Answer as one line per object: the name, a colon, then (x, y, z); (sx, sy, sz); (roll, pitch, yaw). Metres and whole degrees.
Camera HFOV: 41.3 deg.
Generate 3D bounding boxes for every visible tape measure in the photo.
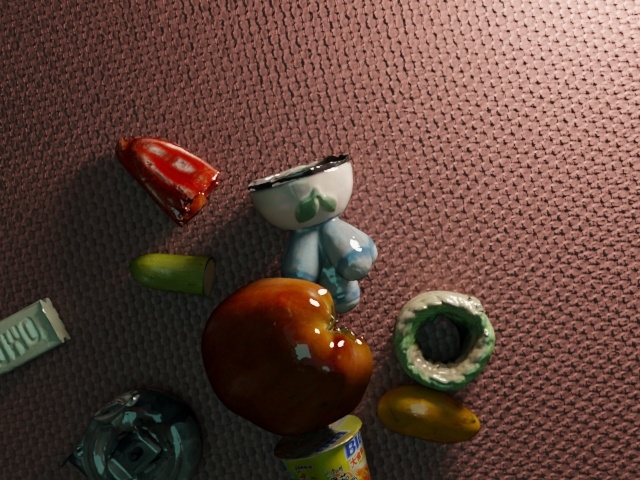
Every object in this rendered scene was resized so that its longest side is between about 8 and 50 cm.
tape measure: (-0.398, 0.465, 1.876); (0.256, 0.147, 0.275); (40, 94, 1)

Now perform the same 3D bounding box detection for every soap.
soap: (-0.686, 0.224, 1.929); (0.198, 0.063, 0.114); (-29, 91, 4)

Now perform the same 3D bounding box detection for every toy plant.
toy plant: (0.000, 0.000, 1.818); (0.247, 0.247, 0.332); (-17, 97, 4)

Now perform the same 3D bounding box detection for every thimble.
thimble: (0.264, 0.207, 1.826); (0.219, 0.150, 0.219); (0, 92, 4)

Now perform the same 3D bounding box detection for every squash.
squash: (-0.335, 0.071, 1.895); (0.188, 0.095, 0.095); (6, 92, 9)

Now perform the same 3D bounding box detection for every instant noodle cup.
instant noodle cup: (0.018, 0.486, 1.836); (0.205, 0.205, 0.153); (-20, 100, 4)

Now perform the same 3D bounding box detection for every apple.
apple: (-0.070, 0.244, 1.774); (0.329, 0.365, 0.295); (20, 54, -28)

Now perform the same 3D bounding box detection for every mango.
mango: (0.236, 0.380, 1.837); (0.227, 0.147, 0.109); (13, 49, 2)

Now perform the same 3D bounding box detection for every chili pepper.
chili pepper: (-0.344, -0.160, 1.883); (0.253, 0.136, 0.144); (41, 120, 10)
